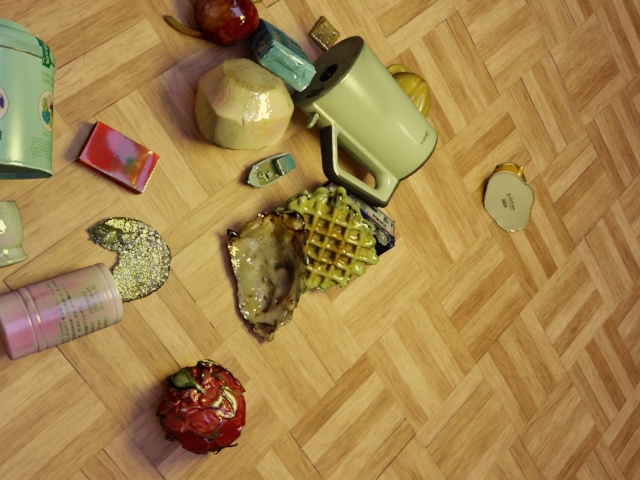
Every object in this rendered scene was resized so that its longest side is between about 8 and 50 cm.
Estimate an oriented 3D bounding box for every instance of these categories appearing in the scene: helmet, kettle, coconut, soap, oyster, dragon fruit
[{"bbox_3d":[0.272,-0.436,2.164,0.205,0.140,0.257,34,74,-27],"label":"helmet"},{"bbox_3d":[0.117,-0.309,1.948,0.376,0.250,0.361,41,61,-30],"label":"kettle"},{"bbox_3d":[-0.201,-0.337,1.807,0.259,0.259,0.259,1,87,-32],"label":"coconut"},{"bbox_3d":[-0.106,-0.497,1.855,0.156,0.293,0.077,30,111,-26],"label":"soap"},{"bbox_3d":[-0.115,0.096,1.880,0.096,0.221,0.361,-40,123,-68],"label":"oyster"},{"bbox_3d":[-0.280,0.432,1.761,0.234,0.234,0.293,-51,144,-23],"label":"dragon fruit"}]

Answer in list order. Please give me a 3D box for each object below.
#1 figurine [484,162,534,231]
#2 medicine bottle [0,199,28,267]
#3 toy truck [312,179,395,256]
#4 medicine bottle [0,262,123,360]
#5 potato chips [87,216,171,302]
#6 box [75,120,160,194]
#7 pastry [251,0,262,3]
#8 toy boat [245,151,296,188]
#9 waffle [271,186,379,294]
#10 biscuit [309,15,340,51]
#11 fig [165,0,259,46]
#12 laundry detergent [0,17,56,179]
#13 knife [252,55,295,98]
[{"bbox_3d":[0.651,-0.168,2.427,0.141,0.166,0.250,-78,158,-51],"label":"figurine"},{"bbox_3d":[-0.719,-0.008,1.512,0.147,0.147,0.143,-13,97,-32],"label":"medicine bottle"},{"bbox_3d":[0.090,-0.071,2.028,0.268,0.124,0.155,40,35,-24],"label":"toy truck"},{"bbox_3d":[-0.595,0.158,1.581,0.254,0.152,0.152,-19,98,-31],"label":"medicine bottle"},{"bbox_3d":[-0.475,0.041,1.739,0.202,0.029,0.220,-34,108,-29],"label":"potato chips"},{"bbox_3d":[-0.496,-0.202,1.718,0.175,0.048,0.112,31,71,-27],"label":"box"},{"bbox_3d":[-0.198,-0.720,1.907,0.153,0.081,0.153,5,82,-34],"label":"pastry"},{"bbox_3d":[-0.139,-0.193,1.937,0.173,0.059,0.069,-29,103,-30],"label":"toy boat"},{"bbox_3d":[0.000,0.000,1.930,0.317,0.297,0.073,59,17,-26],"label":"waffle"},{"bbox_3d":[0.014,-0.612,2.074,0.081,0.018,0.083,42,68,-25],"label":"biscuit"},{"bbox_3d":[-0.270,-0.575,1.827,0.207,0.175,0.175,-39,110,0],"label":"fig"},{"bbox_3d":[-0.703,-0.293,1.452,0.287,0.287,0.305,2,88,-32],"label":"laundry detergent"},{"bbox_3d":[-0.082,-0.442,1.994,0.265,0.040,0.073,24,79,-30],"label":"knife"}]
